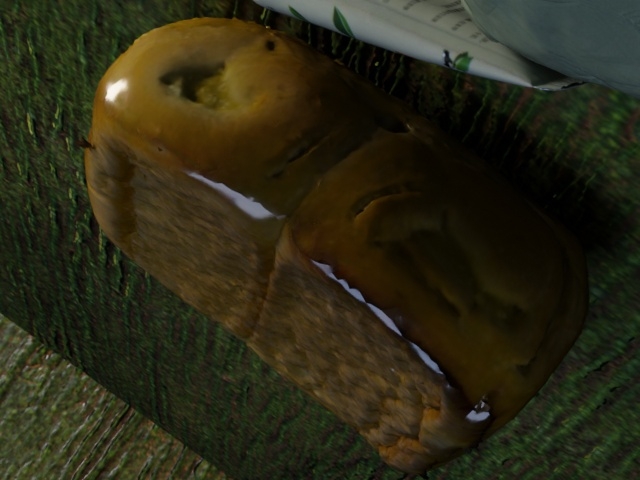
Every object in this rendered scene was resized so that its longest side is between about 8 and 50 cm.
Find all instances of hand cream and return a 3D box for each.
[{"bbox_3d":[0.045,-0.118,0.889,0.234,0.080,0.050,26,118,33],"label":"hand cream"}]

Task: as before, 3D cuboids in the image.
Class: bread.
[{"bbox_3d":[0.005,-0.006,1.104,0.328,0.148,0.337,38,164,7],"label":"bread"}]

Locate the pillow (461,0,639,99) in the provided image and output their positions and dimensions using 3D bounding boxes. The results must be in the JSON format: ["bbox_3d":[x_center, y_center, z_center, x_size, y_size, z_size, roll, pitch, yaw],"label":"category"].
[{"bbox_3d":[0.159,-0.114,0.667,0.274,0.076,0.281,27,161,21],"label":"pillow"}]
